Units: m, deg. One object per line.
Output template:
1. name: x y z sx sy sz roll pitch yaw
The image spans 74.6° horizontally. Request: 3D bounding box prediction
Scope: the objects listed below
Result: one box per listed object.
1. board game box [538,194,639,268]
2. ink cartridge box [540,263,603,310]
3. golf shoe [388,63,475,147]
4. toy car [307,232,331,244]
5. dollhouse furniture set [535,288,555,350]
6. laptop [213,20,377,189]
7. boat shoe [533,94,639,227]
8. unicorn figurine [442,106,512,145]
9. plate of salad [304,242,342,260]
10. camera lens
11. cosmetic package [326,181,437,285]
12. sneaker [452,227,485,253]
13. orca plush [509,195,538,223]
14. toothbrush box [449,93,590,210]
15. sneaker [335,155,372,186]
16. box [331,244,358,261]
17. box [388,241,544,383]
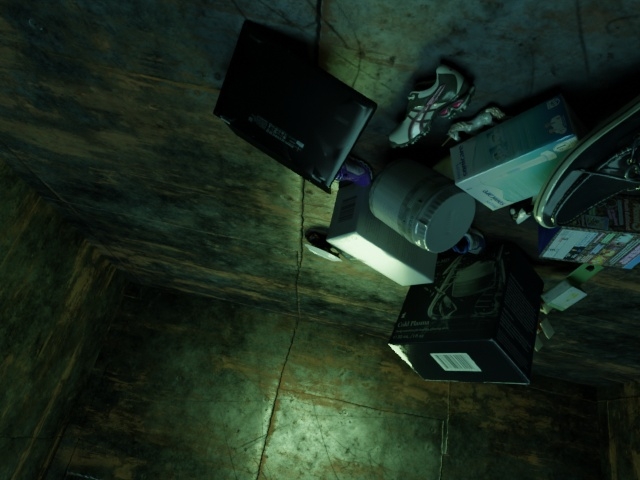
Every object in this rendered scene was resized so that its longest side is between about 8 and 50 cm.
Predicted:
1. board game box: 0.894 -0.033 1.360 0.292 0.140 0.232 7 155 12
2. ink cartridge box: 1.026 0.183 1.690 0.171 0.056 0.235 20 125 -39
3. golf shoe: 0.263 -0.344 1.092 0.120 0.105 0.273 40 142 -16
4. toy car: 0.000 0.000 1.989 0.122 0.040 0.060 24 132 -17
5. dollhouse furniture set: 0.871 0.312 1.818 0.135 0.259 0.262 55 166 -21
6. laptop: -0.075 -0.338 1.207 0.382 0.236 0.407 32 126 0
7. boat shoe: 0.688 -0.184 0.906 0.187 0.155 0.500 13 134 -35
8. unicorn figurine: 0.421 -0.305 1.131 0.111 0.060 0.162 22 138 -18
9. plate of salad: 0.017 0.051 2.026 0.200 0.048 0.200 24 173 3
10. camera lens: 0.300 -0.114 1.289 0.274 0.219 0.219 43 -179 44
11. cosmetic package: 0.253 -0.016 1.612 0.454 0.229 0.162 31 150 -32
12. sneaker: 0.549 0.003 1.624 0.112 0.130 0.297 -11 147 39
13. orca plush: 0.647 -0.163 1.261 0.102 0.151 0.287 43 161 11
14. toothbrush box: 0.531 -0.213 1.105 0.217 0.126 0.296 21 148 -38
15. sneaker: 0.077 -0.233 1.386 0.095 0.104 0.237 -14 145 42
16. box: 0.193 0.030 1.938 0.233 0.059 0.183 -6 149 33
17. box: 0.613 0.310 1.762 0.480 0.471 0.297 -19 121 47
